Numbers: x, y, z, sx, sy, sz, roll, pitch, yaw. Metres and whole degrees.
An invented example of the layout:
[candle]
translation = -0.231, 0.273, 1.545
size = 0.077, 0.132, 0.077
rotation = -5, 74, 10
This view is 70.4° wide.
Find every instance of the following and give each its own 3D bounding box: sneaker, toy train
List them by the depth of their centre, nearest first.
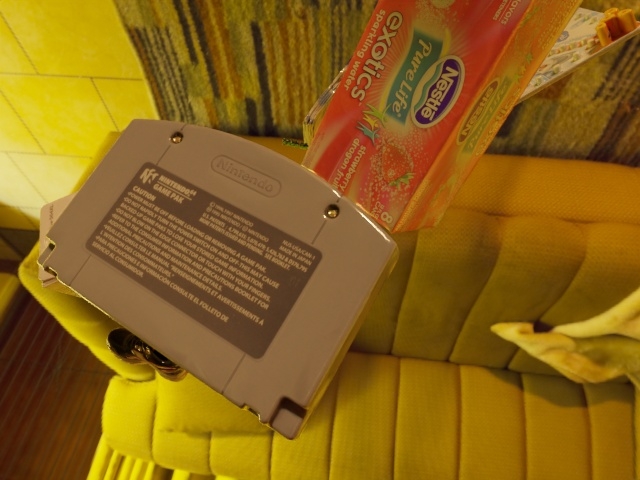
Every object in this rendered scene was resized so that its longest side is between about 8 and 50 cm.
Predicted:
[sneaker]
translation = -0.349, 0.217, 0.927
size = 0.178, 0.072, 0.077
rotation = 21, 136, 1
[toy train]
translation = -0.078, -0.293, 1.382
size = 0.083, 0.017, 0.024
rotation = 8, 161, -17

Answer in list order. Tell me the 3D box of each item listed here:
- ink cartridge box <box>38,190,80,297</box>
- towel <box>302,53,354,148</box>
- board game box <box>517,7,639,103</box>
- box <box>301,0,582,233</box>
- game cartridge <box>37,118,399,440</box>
[ink cartridge box]
translation = -0.376, 0.025, 0.798
size = 0.086, 0.148, 0.203
rotation = -20, 157, 10
[towel]
translation = 0.035, -0.437, 1.455
size = 0.034, 0.285, 0.209
rotation = 34, 170, 5
[board game box]
translation = 0.452, -0.429, 1.070
size = 0.390, 0.390, 0.050
rotation = -29, 117, 20
[box]
translation = 0.128, -0.172, 0.514
size = 0.154, 0.142, 0.300
rotation = 40, 116, 24
[game cartridge]
translation = -0.093, 0.006, 0.406
size = 0.297, 0.198, 0.062
rotation = 27, 163, 20
